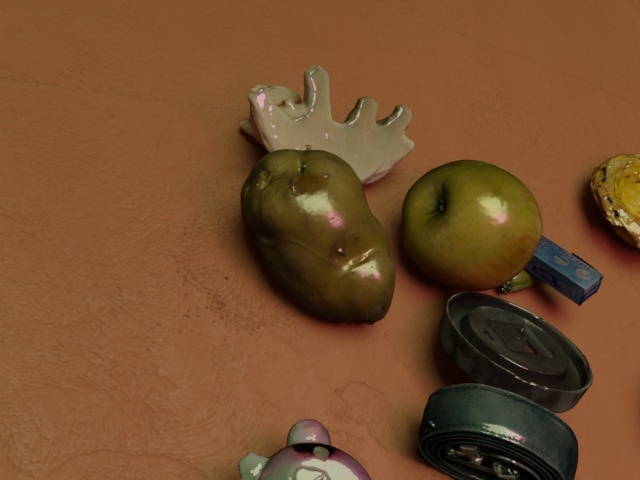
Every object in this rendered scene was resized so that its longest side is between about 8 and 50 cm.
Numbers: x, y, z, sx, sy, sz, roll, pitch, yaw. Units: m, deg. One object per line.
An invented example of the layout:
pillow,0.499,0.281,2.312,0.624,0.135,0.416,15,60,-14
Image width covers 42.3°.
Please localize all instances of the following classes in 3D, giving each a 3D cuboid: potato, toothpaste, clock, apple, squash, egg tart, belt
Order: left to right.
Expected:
potato,0.002,-0.001,1.440,0.218,0.202,0.351,-30,93,-1
apple,0.271,-0.029,1.518,0.194,0.260,0.261,22,50,-39
belt,0.291,0.325,1.333,0.267,0.206,0.116,24,55,-6
clock,0.335,0.191,1.441,0.280,0.055,0.281,20,24,-9
toothpaste,0.410,0.022,1.597,0.066,0.053,0.272,-31,53,-30
squash,0.421,0.064,1.628,0.183,0.052,0.052,-19,67,-25
egg tart,0.691,-0.061,1.761,0.290,0.107,0.291,9,53,-12

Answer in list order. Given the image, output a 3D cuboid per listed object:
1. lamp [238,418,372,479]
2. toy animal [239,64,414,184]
lamp,-0.051,0.407,1.159,0.301,0.247,0.247,-29,69,-22
toy animal,0.008,-0.214,1.609,0.307,0.188,0.266,-31,102,-24
